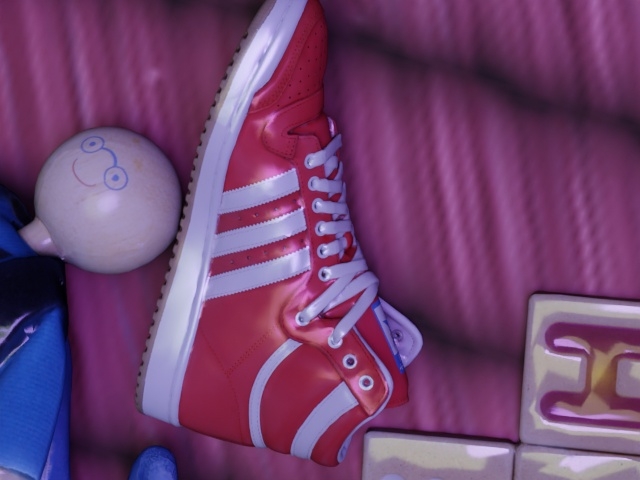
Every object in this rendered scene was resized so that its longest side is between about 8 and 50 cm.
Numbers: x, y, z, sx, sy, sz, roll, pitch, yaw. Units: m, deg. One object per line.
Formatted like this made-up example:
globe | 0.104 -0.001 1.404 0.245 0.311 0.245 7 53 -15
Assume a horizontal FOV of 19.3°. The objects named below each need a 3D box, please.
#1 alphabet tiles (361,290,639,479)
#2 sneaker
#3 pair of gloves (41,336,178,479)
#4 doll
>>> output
alphabet tiles | 0.105 0.133 0.486 0.198 0.009 0.237 5 102 10
sneaker | 0.000 0.000 0.462 0.067 0.042 0.118 20 111 10
pair of gloves | -0.131 0.097 0.470 0.198 0.023 0.159 -9 72 0
doll | -0.114 0.032 0.453 0.189 0.046 0.129 -32 56 -16
